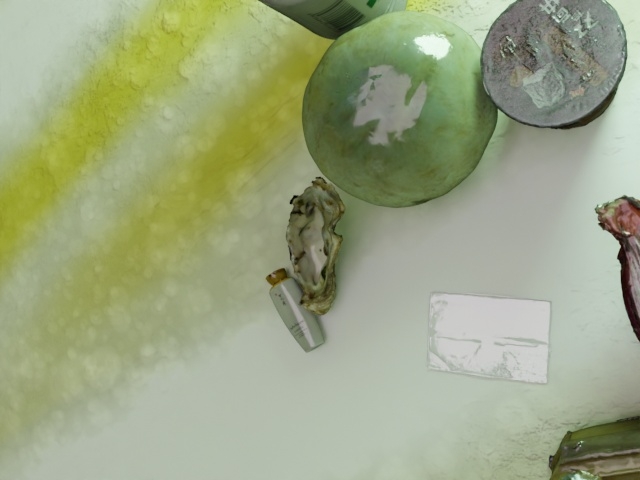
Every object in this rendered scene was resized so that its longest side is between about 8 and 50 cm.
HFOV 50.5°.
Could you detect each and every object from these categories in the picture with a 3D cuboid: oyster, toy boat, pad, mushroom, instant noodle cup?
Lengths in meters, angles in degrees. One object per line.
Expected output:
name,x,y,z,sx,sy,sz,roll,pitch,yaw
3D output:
oyster,0.006,0.003,1.326,0.166,0.094,0.294,57,145,32
toy boat,0.582,0.359,1.074,0.445,0.136,0.162,-18,88,24
pad,0.312,0.178,1.269,0.232,0.004,0.157,2,91,26
mushroom,0.138,-0.227,1.209,0.352,0.260,0.352,2,96,19
instant noodle cup,0.391,-0.280,1.112,0.217,0.207,0.218,0,91,27

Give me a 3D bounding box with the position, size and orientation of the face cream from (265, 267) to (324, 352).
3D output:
face cream,-0.054,0.145,1.420,0.072,0.051,0.182,-36,75,26

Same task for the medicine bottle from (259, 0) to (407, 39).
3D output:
medicine bottle,0.021,-0.475,1.213,0.208,0.339,0.208,1,91,26

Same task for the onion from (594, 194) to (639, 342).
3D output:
onion,0.575,0.058,1.054,0.267,0.159,0.349,-43,74,8
